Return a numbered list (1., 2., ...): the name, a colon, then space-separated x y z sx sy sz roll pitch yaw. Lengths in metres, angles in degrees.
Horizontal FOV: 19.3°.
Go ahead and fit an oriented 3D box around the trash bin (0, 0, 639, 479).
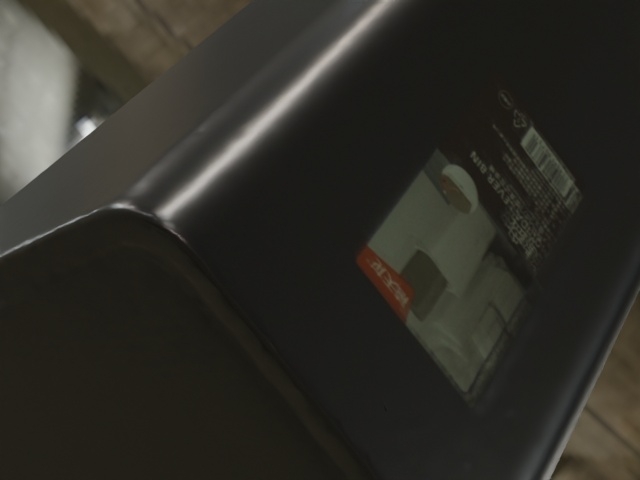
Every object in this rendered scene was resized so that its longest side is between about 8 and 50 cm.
1. trash bin: 0.000 0.000 0.482 0.165 0.225 0.115 -26 -74 43
